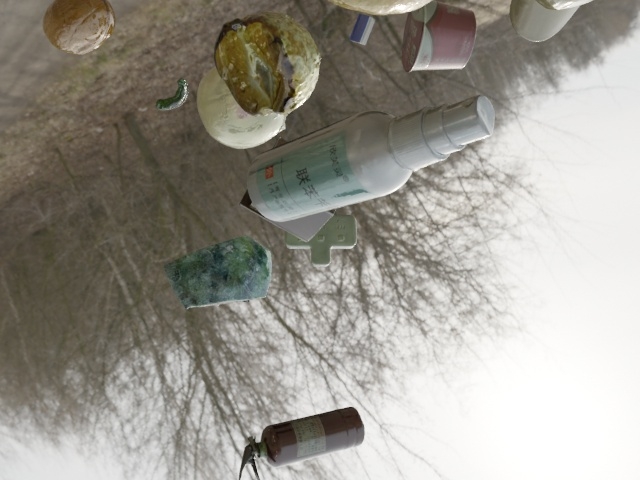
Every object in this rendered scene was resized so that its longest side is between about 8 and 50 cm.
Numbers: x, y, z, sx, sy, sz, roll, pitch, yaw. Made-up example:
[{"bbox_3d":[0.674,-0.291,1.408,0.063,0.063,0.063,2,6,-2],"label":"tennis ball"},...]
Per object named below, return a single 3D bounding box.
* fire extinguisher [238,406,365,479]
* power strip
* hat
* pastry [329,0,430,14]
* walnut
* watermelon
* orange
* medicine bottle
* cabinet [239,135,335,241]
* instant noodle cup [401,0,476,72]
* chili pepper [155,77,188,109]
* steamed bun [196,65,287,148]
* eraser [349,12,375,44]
[{"bbox_3d":[-0.034,0.354,0.935,0.231,0.099,0.071,-6,153,-27],"label":"fire extinguisher"},{"bbox_3d":[0.000,0.000,2.014,0.265,0.193,0.059,0,166,-3],"label":"power strip"},{"bbox_3d":[0.468,-0.467,1.088,0.167,0.173,0.144,8,-144,-1],"label":"hat"},{"bbox_3d":[0.072,-0.542,0.947,0.356,0.356,0.164,-35,169,-37],"label":"pastry"},{"bbox_3d":[-0.676,-0.612,1.539,0.207,0.167,0.167,-26,-171,26],"label":"walnut"},{"bbox_3d":[-0.351,0.133,1.932,0.388,0.228,0.258,-13,170,-30],"label":"watermelon"},{"bbox_3d":[-0.127,-0.489,1.511,0.210,0.270,0.369,-30,-153,-34],"label":"orange"},{"bbox_3d":[0.053,-0.106,0.705,0.352,0.110,0.110,-12,-163,43],"label":"medicine bottle"},{"bbox_3d":[-0.072,-0.137,1.468,0.175,0.215,0.148,-46,-161,53],"label":"cabinet"},{"bbox_3d":[0.371,-0.642,1.728,0.179,0.234,0.235,3,-175,-8],"label":"instant noodle cup"},{"bbox_3d":[-0.359,-0.354,1.363,0.118,0.035,0.056,-27,154,38],"label":"chili pepper"},{"bbox_3d":[-0.293,-0.502,2.041,0.312,0.333,0.233,-37,-161,-9],"label":"steamed bun"},{"bbox_3d":[0.129,-0.655,1.702,0.027,0.084,0.063,9,-159,-36],"label":"eraser"}]
